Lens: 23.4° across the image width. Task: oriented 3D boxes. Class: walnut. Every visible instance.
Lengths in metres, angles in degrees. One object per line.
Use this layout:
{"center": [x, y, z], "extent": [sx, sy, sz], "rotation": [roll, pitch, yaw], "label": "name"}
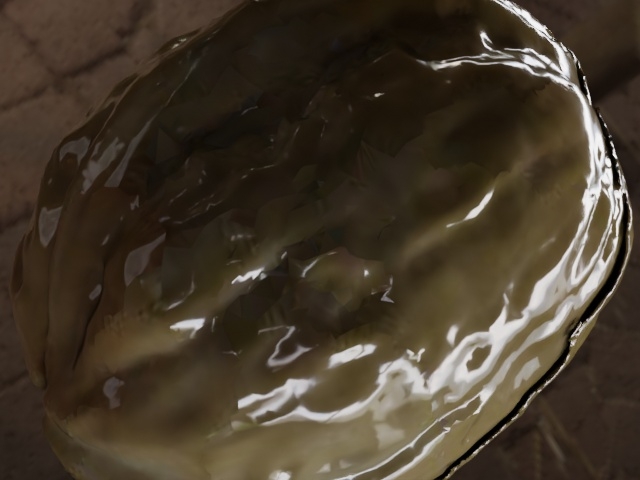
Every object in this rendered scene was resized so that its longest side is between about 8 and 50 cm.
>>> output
{"center": [0.000, 0.000, 0.569], "extent": [0.245, 0.198, 0.198], "rotation": [-34, 84, -12], "label": "walnut"}
